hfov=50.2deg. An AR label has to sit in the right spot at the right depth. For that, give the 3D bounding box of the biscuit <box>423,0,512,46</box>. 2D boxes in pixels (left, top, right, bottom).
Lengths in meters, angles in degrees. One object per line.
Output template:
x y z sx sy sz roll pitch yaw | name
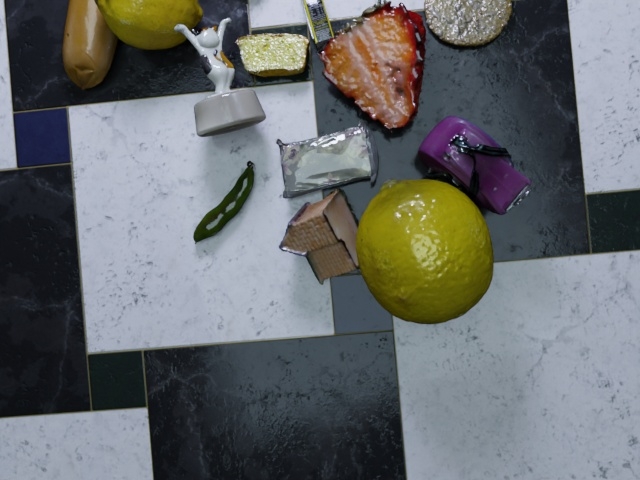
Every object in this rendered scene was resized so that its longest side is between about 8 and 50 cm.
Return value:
0.366 -0.586 1.702 0.219 0.033 0.220 0 88 6 | biscuit

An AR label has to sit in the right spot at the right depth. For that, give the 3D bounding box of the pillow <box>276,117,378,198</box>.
0.018 -0.201 1.711 0.255 0.059 0.169 -11 90 6 | pillow

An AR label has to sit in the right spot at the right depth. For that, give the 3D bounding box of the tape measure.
0.345 -0.174 1.593 0.231 0.245 0.149 39 92 -12 | tape measure

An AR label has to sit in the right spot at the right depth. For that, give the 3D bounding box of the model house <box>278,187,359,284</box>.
0.000 0.000 1.670 0.172 0.166 0.183 -23 105 25 | model house

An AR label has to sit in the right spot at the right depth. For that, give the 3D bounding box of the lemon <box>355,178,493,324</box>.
0.239 0.026 1.567 0.336 0.336 0.336 0 89 4 | lemon

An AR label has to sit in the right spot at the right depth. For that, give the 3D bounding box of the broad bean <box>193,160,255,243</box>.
-0.237 -0.087 1.734 0.065 0.046 0.254 39 91 10 | broad bean

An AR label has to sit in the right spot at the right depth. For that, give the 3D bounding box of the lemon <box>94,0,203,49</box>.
-0.417 -0.569 1.668 0.260 0.204 0.204 1 89 -27 | lemon

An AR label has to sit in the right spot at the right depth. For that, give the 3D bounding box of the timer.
-0.249 -0.401 1.659 0.175 0.175 0.266 -14 95 4 | timer

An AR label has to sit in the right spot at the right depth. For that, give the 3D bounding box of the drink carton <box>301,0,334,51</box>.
-0.011 -0.567 1.710 0.056 0.071 0.166 -17 87 1 | drink carton

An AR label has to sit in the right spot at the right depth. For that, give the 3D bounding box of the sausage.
-0.577 -0.562 1.735 0.134 0.116 0.354 8 94 -7 | sausage

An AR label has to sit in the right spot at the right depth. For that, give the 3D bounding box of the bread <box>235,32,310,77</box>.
-0.118 -0.468 1.722 0.187 0.065 0.103 -3 91 3 | bread

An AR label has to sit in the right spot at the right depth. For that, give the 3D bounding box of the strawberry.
0.168 -0.439 1.664 0.280 0.150 0.253 43 113 1 | strawberry
